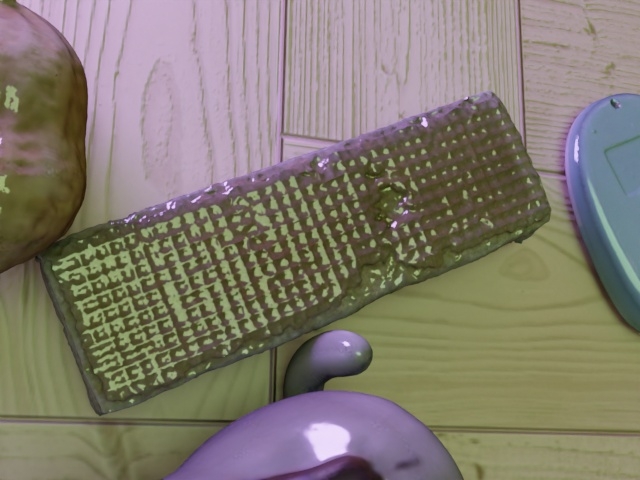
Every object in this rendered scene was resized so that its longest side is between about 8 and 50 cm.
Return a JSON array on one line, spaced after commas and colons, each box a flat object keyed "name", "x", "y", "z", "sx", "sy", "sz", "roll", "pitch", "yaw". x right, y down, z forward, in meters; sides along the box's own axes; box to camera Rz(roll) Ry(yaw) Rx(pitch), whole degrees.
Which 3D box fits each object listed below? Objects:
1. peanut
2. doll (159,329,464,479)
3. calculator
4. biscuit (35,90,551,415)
[{"name": "peanut", "x": -0.224, "y": -0.080, "z": 0.568, "sx": 0.129, "sy": 0.129, "sz": 0.224, "roll": -6, "pitch": 66, "yaw": -21}, {"name": "doll", "x": -0.055, "y": 0.223, "z": 0.502, "sx": 0.226, "sy": 0.214, "sz": 0.370, "roll": 35, "pitch": 39, "yaw": 28}, {"name": "calculator", "x": 0.346, "y": -0.010, "z": 0.816, "sx": 0.184, "sy": 0.042, "sz": 0.295, "roll": -22, "pitch": 84, "yaw": -23}, {"name": "biscuit", "x": 0.000, "y": 0.000, "z": 0.670, "sx": 0.426, "sy": 0.078, "sz": 0.144, "roll": -22, "pitch": 86, "yaw": -22}]
